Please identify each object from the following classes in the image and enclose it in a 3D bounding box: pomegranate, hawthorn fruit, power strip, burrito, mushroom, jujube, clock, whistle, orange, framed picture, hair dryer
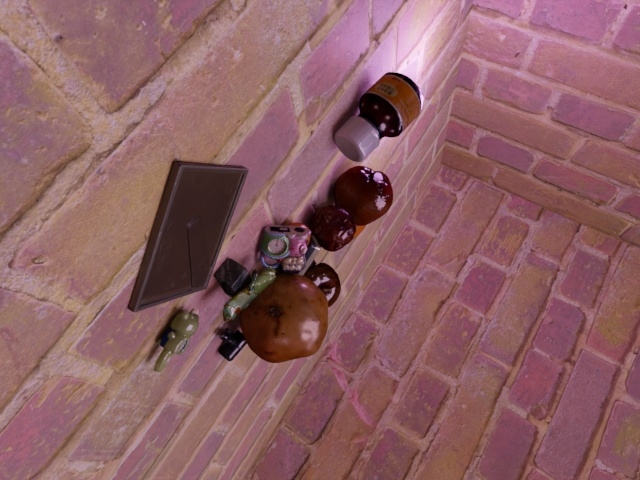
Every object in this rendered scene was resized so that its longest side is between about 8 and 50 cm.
[{"bbox_3d":[-0.142,0.320,1.909,0.410,0.410,0.410,-51,158,-29],"label":"pomegranate"},{"bbox_3d":[0.198,-0.218,2.192,0.295,0.295,0.311,-47,-170,-38],"label":"hawthorn fruit"},{"bbox_3d":[-0.097,0.096,2.029,0.070,0.105,0.256,22,114,-31],"label":"power strip"},{"bbox_3d":[-0.251,0.174,1.631,0.288,0.054,0.104,-42,152,-40],"label":"burrito"},{"bbox_3d":[-0.029,0.225,2.176,0.267,0.267,0.255,-57,-159,-13],"label":"mushroom"},{"bbox_3d":[0.050,-0.057,2.085,0.212,0.213,0.232,-57,-176,-15],"label":"jujube"},{"bbox_3d":[-0.143,0.039,1.803,0.100,0.194,0.195,-111,-154,-59],"label":"clock"},{"bbox_3d":[-0.472,0.322,1.483,0.227,0.085,0.105,-60,161,-9],"label":"whistle"},{"bbox_3d":[-0.109,-0.012,1.912,0.136,0.118,0.135,9,90,-71],"label":"orange"},{"bbox_3d":[-0.378,-0.017,1.344,0.326,0.028,0.445,-14,129,-66],"label":"framed picture"},{"bbox_3d":[-0.375,0.418,1.862,0.124,0.072,0.219,-49,160,-15],"label":"hair dryer"}]

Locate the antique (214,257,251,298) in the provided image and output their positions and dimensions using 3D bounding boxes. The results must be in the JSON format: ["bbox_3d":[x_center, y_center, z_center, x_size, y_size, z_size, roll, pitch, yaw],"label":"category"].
[{"bbox_3d":[-0.309,0.153,1.663,0.086,0.088,0.183,-53,159,-22],"label":"antique"}]

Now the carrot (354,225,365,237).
[{"bbox_3d":[0.186,-0.147,2.515,0.258,0.100,0.307,-62,159,-8],"label":"carrot"}]

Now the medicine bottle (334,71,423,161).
[{"bbox_3d":[0.247,-0.513,1.942,0.395,0.243,0.242,-51,159,-17],"label":"medicine bottle"}]

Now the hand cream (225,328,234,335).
[{"bbox_3d":[-0.382,0.390,1.914,0.030,0.019,0.093,-54,162,-16],"label":"hand cream"}]
